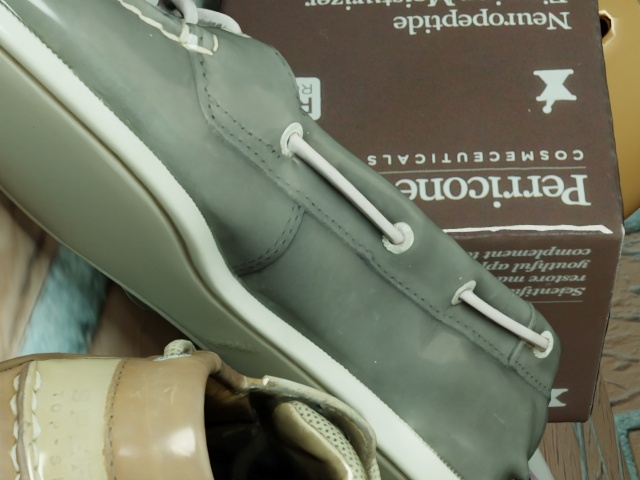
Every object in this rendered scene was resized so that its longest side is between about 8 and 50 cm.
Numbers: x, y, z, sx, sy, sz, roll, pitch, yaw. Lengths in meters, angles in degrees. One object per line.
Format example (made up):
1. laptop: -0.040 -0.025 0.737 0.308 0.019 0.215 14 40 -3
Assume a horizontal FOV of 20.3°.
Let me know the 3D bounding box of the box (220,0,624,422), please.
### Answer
1. box: 0.041 -0.040 0.823 0.167 0.168 0.203 87 1 -57

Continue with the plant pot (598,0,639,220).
1. plant pot: 0.140 -0.108 1.275 0.291 0.203 0.291 58 11 -18

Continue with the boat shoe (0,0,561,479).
1. boat shoe: -0.023 -0.015 0.633 0.335 0.112 0.095 48 66 -34

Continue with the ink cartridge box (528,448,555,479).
1. ink cartridge box: 0.124 0.149 1.265 0.275 0.060 0.239 63 13 3

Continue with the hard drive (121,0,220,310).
1. hard drive: -0.090 -0.146 0.797 0.307 0.040 0.203 -89 162 -48

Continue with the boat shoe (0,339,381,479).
1. boat shoe: -0.033 0.105 0.600 0.324 0.116 0.123 39 40 -71
